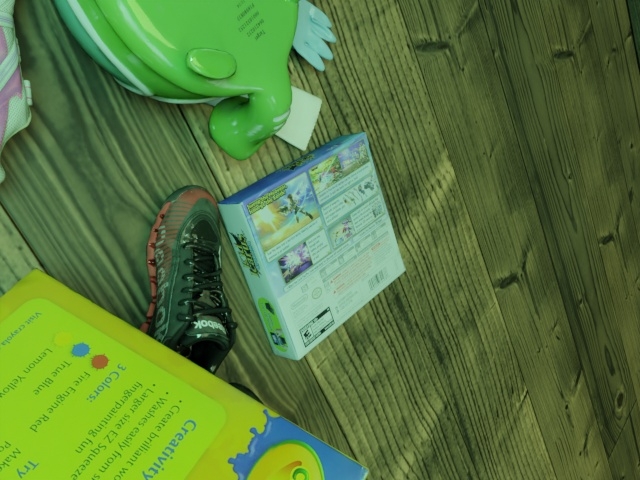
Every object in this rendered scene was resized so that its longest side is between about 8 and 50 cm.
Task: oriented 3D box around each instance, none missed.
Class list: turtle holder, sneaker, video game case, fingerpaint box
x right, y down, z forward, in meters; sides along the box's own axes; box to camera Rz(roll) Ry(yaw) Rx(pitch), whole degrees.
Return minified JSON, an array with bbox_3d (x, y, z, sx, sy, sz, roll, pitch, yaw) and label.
[{"bbox_3d":[-0.142,-0.258,0.696,0.320,0.227,0.244,27,72,-42],"label":"turtle holder"},{"bbox_3d":[-0.333,-0.155,0.609,0.111,0.102,0.253,46,49,-62],"label":"sneaker"},{"bbox_3d":[-0.151,0.068,0.763,0.097,0.135,0.276,16,79,-42],"label":"sneaker"},{"bbox_3d":[0.000,0.000,0.959,0.269,0.061,0.245,-34,116,-39],"label":"video game case"},{"bbox_3d":[-0.230,0.290,0.485,0.445,0.371,0.163,-52,164,-40],"label":"fingerpaint box"}]

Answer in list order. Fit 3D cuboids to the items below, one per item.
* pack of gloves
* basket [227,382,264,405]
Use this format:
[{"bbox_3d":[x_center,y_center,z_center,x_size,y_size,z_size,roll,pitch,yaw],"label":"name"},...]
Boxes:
[{"bbox_3d":[-0.086,-0.258,0.894,0.232,0.046,0.195,20,89,-40],"label":"pack of gloves"},{"bbox_3d":[-0.178,0.283,0.729,0.226,0.204,0.154,-19,67,-34],"label":"basket"}]
